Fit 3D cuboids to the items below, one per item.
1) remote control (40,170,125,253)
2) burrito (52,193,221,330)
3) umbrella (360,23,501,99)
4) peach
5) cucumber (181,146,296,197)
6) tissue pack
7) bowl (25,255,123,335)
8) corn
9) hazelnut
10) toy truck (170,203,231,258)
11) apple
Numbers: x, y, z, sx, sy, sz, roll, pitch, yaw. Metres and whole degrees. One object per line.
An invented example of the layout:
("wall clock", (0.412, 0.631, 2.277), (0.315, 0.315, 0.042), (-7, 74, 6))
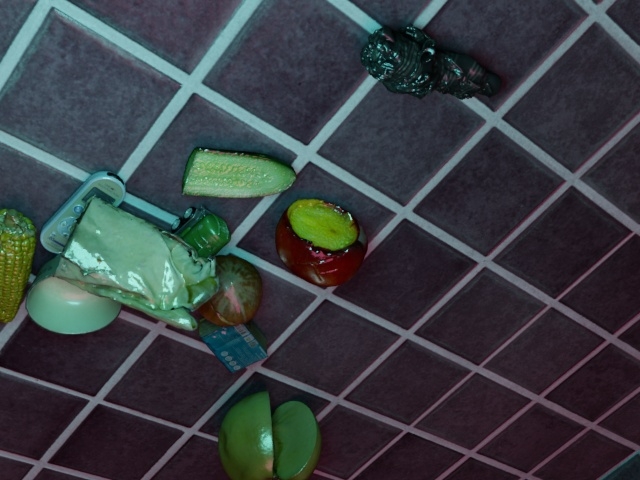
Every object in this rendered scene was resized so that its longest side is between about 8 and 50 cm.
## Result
("remote control", (-0.518, -0.061, 1.668), (0.244, 0.047, 0.087), (-41, 123, 19))
("burrito", (-0.383, 0.066, 1.621), (0.332, 0.190, 0.135), (27, 145, -9))
("umbrella", (0.247, -0.347, 1.566), (0.337, 0.154, 0.128), (14, 132, -23))
("peach", (0.000, 0.000, 1.761), (0.190, 0.196, 0.226), (-51, 132, -16))
("cucumber", (-0.175, -0.149, 1.673), (0.244, 0.063, 0.115), (6, 120, -19))
("tissue pack", (-0.223, 0.251, 1.968), (0.120, 0.082, 0.169), (-26, 130, 8))
("bowl", (-0.558, 0.109, 1.747), (0.211, 0.112, 0.211), (-7, 131, -8))
("corn", (-0.691, 0.059, 1.673), (0.119, 0.119, 0.322), (8, 126, -20))
("hazelnut", (-0.214, 0.113, 1.812), (0.182, 0.182, 0.182), (-7, 129, -9))
("toy truck", (-0.306, 0.026, 1.742), (0.242, 0.125, 0.101), (-40, 128, 19))
("apple", (-0.140, 0.570, 2.137), (0.292, 0.254, 0.292), (-5, 132, -6))
